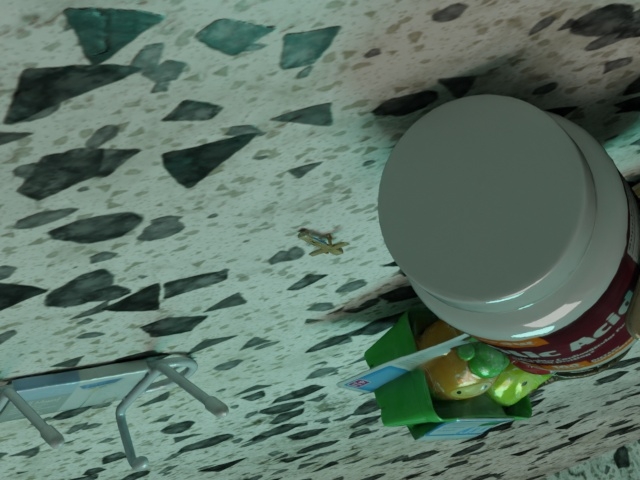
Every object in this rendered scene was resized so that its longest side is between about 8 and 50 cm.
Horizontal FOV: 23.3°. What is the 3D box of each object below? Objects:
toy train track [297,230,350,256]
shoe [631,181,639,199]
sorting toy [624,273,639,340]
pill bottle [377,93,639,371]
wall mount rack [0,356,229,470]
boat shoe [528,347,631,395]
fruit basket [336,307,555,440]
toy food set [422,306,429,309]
[{"bbox_3d":[0.000,0.000,1.683,0.048,0.014,0.083,-18,158,25],"label":"toy train track"},{"bbox_3d":[0.437,-0.068,1.832,0.219,0.076,0.058,-23,-163,19],"label":"shoe"},{"bbox_3d":[0.385,-0.040,1.571,0.041,0.307,0.229,19,-179,27],"label":"sorting toy"},{"bbox_3d":[0.204,-0.001,1.524,0.224,0.224,0.392,-23,162,15],"label":"pill bottle"},{"bbox_3d":[-0.276,0.214,1.868,0.350,0.130,0.304,-8,160,-30],"label":"wall mount rack"},{"bbox_3d":[0.375,0.184,2.512,0.257,0.095,0.095,-19,-174,0],"label":"boat shoe"},{"bbox_3d":[0.250,0.153,2.029,0.353,0.165,0.327,-20,163,37],"label":"fruit basket"},{"bbox_3d":[0.225,0.059,2.053,0.132,0.038,0.192,0,167,-32],"label":"toy food set"}]
